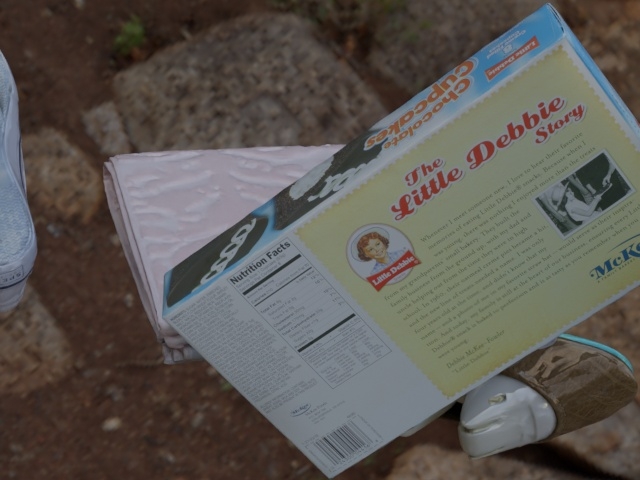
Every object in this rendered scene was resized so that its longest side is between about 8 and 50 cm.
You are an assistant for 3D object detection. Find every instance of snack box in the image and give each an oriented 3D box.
[{"bbox_3d":[0.075,0.011,0.924,0.187,0.322,0.060,48,17,-26],"label":"snack box"}]

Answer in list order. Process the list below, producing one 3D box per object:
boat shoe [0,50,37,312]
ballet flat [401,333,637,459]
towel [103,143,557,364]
[{"bbox_3d":[-0.251,-0.051,0.968,0.083,0.076,0.226,-5,56,-17],"label":"boat shoe"},{"bbox_3d":[0.120,0.142,1.306,0.124,0.342,0.116,-53,142,-42],"label":"ballet flat"},{"bbox_3d":[0.000,0.000,1.159,0.332,0.053,0.317,-2,29,-15],"label":"towel"}]
